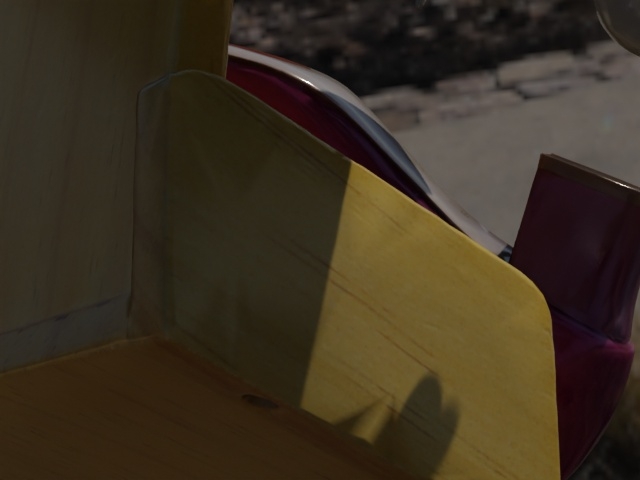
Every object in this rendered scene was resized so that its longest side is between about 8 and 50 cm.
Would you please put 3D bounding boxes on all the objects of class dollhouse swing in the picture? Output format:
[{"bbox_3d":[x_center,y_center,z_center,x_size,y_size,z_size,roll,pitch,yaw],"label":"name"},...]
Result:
[{"bbox_3d":[-0.055,-0.024,0.929,0.347,0.315,0.305,-18,47,53],"label":"dollhouse swing"}]

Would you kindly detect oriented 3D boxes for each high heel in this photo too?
[{"bbox_3d":[0.000,0.000,1.029,0.377,0.181,0.127,22,7,21],"label":"high heel"}]

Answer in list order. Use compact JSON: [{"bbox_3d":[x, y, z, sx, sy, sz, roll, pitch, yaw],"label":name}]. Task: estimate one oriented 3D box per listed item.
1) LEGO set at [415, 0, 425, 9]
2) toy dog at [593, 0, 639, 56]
[{"bbox_3d":[-0.001,-0.092,0.434,0.054,0.083,0.023,-5,41,51],"label":"LEGO set"},{"bbox_3d":[0.104,-0.247,0.786,0.220,0.333,0.161,8,-1,-4],"label":"toy dog"}]
